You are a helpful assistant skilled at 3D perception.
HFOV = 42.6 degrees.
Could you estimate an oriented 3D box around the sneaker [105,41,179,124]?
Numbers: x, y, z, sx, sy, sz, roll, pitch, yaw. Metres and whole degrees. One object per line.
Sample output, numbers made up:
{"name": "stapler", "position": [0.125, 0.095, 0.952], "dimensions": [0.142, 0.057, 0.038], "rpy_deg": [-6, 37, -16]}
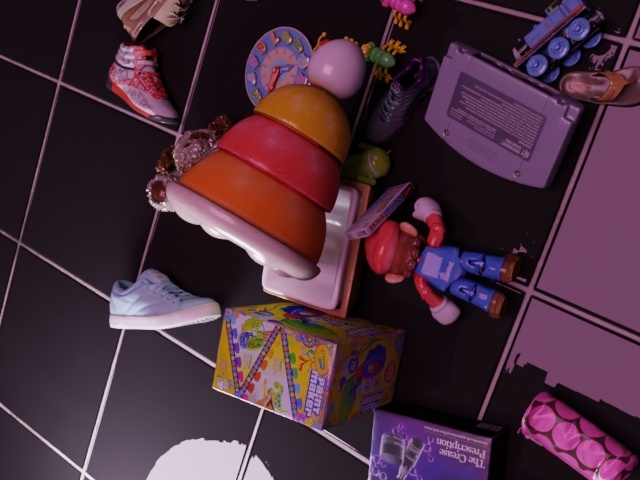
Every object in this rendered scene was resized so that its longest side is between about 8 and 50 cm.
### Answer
{"name": "sneaker", "position": [-0.446, -0.413, 2.114], "dimensions": [0.270, 0.090, 0.145], "rpy_deg": [36, 112, 30]}

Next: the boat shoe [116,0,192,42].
{"name": "boat shoe", "position": [-0.376, -0.597, 2.060], "dimensions": [0.324, 0.123, 0.116], "rpy_deg": [-21, 86, 38]}

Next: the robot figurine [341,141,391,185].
{"name": "robot figurine", "position": [0.102, -0.161, 1.771], "dimensions": [0.115, 0.067, 0.101], "rpy_deg": [-17, 51, 33]}

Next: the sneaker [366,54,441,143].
{"name": "sneaker", "position": [0.155, -0.300, 1.716], "dimensions": [0.083, 0.098, 0.224], "rpy_deg": [49, 114, 23]}

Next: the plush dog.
{"name": "plush dog", "position": [-0.279, -0.177, 1.980], "dimensions": [0.262, 0.210, 0.225], "rpy_deg": [-27, 57, 12]}

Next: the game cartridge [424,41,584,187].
{"name": "game cartridge", "position": [0.344, -0.235, 1.585], "dimensions": [0.297, 0.062, 0.198], "rpy_deg": [37, 134, 28]}

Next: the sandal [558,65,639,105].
{"name": "sandal", "position": [0.522, -0.285, 1.505], "dimensions": [0.180, 0.049, 0.072], "rpy_deg": [7, 94, 33]}

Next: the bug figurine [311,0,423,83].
{"name": "bug figurine", "position": [0.103, -0.475, 1.765], "dimensions": [0.216, 0.072, 0.279], "rpy_deg": [31, 106, 29]}

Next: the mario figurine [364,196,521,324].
{"name": "mario figurine", "position": [0.243, 0.041, 1.674], "dimensions": [0.320, 0.170, 0.198], "rpy_deg": [21, 60, 22]}

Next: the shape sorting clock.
{"name": "shape sorting clock", "position": [-0.098, -0.397, 1.916], "dimensions": [0.206, 0.040, 0.206], "rpy_deg": [0, 91, 33]}

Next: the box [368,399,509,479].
{"name": "box", "position": [0.237, 0.449, 1.671], "dimensions": [0.261, 0.103, 0.184], "rpy_deg": [7, 97, 33]}

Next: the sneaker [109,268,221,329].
{"name": "sneaker", "position": [-0.408, 0.145, 2.069], "dimensions": [0.365, 0.135, 0.150], "rpy_deg": [-5, 91, 32]}

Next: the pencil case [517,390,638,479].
{"name": "pencil case", "position": [0.474, 0.377, 1.520], "dimensions": [0.209, 0.095, 0.098], "rpy_deg": [34, 73, 30]}

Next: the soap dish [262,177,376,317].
{"name": "soap dish", "position": [0.000, 0.000, 1.809], "dimensions": [0.228, 0.118, 0.291], "rpy_deg": [15, 99, 32]}

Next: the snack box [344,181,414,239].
{"name": "snack box", "position": [0.124, -0.062, 1.695], "dimensions": [0.064, 0.178, 0.022], "rpy_deg": [-12, 116, 50]}

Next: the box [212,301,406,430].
{"name": "box", "position": [-0.019, 0.250, 1.722], "dimensions": [0.279, 0.290, 0.177], "rpy_deg": [14, 97, 32]}

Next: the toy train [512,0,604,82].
{"name": "toy train", "position": [0.443, -0.379, 1.544], "dimensions": [0.184, 0.080, 0.105], "rpy_deg": [-41, 61, 30]}

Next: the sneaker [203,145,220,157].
{"name": "sneaker", "position": [-0.136, -0.210, 1.829], "dimensions": [0.131, 0.296, 0.112], "rpy_deg": [44, 150, 51]}

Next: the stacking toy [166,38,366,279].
{"name": "stacking toy", "position": [-0.054, -0.190, 1.651], "dimensions": [0.350, 0.350, 0.480], "rpy_deg": [28, 85, 30]}
